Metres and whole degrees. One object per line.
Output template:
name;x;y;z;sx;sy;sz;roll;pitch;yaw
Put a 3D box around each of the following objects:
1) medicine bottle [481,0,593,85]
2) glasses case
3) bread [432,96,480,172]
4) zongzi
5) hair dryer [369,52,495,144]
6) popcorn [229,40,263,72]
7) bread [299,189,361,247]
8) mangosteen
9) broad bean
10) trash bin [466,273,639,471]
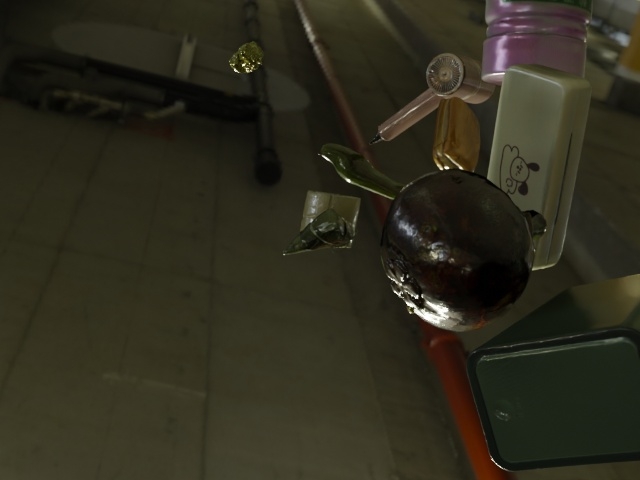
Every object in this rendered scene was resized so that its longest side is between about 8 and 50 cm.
medicine bottle;0.435;-0.478;1.965;0.212;0.326;0.212;5;-179;0
glasses case;0.337;-0.116;1.564;0.070;0.313;0.131;-12;-152;-35
bread;0.306;-0.229;2.193;0.116;0.077;0.200;38;-134;-30
zongzi;0.000;0.000;1.774;0.055;0.119;0.109;59;-167;25
hair dryer;0.256;-0.333;2.430;0.189;0.344;0.107;-2;-116;-56
popcorn;-0.163;-0.402;2.180;0.083;0.060;0.068;-35;-161;-16
bread;0.024;-0.058;2.619;0.148;0.141;0.134;8;-174;-32
mangosteen;0.219;-0.002;1.405;0.289;0.231;0.231;-27;-137;-32
broad bean;0.129;-0.159;2.446;0.325;0.075;0.067;23;-169;-27
trash bin;0.363;0.156;1.275;0.222;0.158;0.343;-14;-177;31
